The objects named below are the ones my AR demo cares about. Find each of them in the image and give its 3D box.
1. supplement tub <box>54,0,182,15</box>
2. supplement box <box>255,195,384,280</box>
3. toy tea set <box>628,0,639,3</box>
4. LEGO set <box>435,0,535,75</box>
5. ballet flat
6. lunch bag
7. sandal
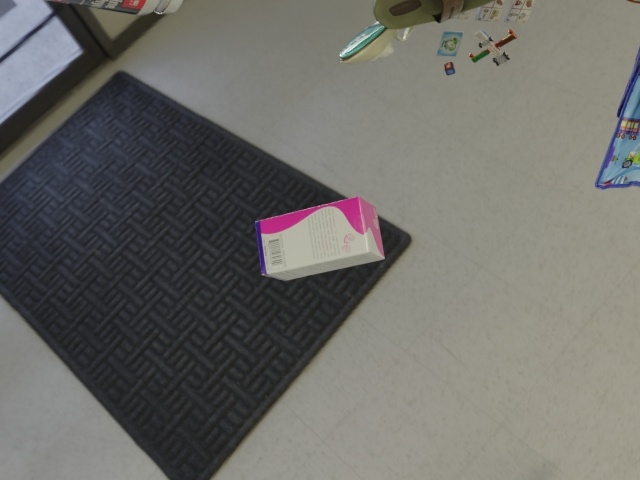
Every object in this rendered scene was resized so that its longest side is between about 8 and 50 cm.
[{"bbox_3d":[-0.414,-0.549,1.424,0.272,0.191,0.191,-1,41,-35],"label":"supplement tub"},{"bbox_3d":[0.000,0.000,1.415,0.219,0.114,0.111,-13,77,20],"label":"supplement box"},{"bbox_3d":[0.400,-0.464,1.030,0.336,0.200,0.124,26,63,6],"label":"toy tea set"},{"bbox_3d":[0.357,-0.470,1.635,0.182,0.244,0.060,2,57,-5],"label":"LEGO set"},{"bbox_3d":[0.138,-0.429,1.500,0.086,0.086,0.248,30,72,34],"label":"ballet flat"},{"bbox_3d":[0.611,-0.241,1.328,0.138,0.221,0.293,11,105,30],"label":"lunch bag"},{"bbox_3d":[0.218,-0.442,1.329,0.302,0.120,0.086,-13,40,45],"label":"sandal"}]
